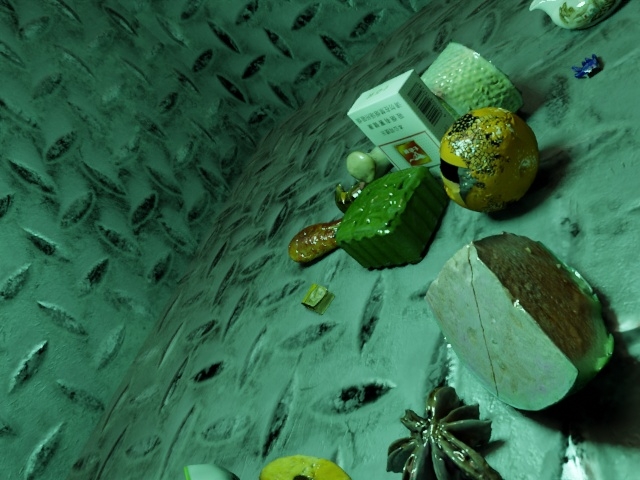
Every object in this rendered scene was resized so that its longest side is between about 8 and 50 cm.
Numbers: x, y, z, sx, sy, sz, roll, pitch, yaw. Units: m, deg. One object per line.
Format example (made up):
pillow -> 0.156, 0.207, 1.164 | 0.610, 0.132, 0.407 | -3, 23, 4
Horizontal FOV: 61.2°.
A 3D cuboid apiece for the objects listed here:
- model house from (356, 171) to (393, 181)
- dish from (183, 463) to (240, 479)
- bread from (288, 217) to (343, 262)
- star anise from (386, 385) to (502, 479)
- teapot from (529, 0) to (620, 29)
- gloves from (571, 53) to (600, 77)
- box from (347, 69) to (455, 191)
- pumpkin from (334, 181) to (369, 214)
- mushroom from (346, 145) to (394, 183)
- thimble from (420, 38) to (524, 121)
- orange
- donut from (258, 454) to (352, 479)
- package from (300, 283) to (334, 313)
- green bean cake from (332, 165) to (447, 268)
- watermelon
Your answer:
model house -> 0.174, -0.207, 1.765 | 0.100, 0.101, 0.088 | -47, 24, 7
dish -> -0.141, 0.542, 0.959 | 0.124, 0.324, 0.324 | -15, 14, -19
bread -> -0.001, -0.006, 1.771 | 0.269, 0.095, 0.139 | -22, 41, 40
star anise -> 0.194, 0.338, 0.872 | 0.229, 0.093, 0.236 | -52, 26, -22
teapot -> 0.732, -0.681, 1.467 | 0.298, 0.139, 0.204 | -30, 26, 39
gloves -> 0.657, -0.429, 1.340 | 0.064, 0.026, 0.086 | -36, 26, 33
box -> 0.255, -0.266, 1.410 | 0.210, 0.330, 0.095 | -5, 47, 58
pumpkin -> 0.115, -0.122, 1.719 | 0.183, 0.119, 0.107 | -9, 55, 55
mushroom -> 0.220, -0.261, 1.590 | 0.329, 0.159, 0.122 | -33, 42, -26
thimble -> 0.391, -0.390, 1.452 | 0.150, 0.271, 0.271 | -48, 22, 9
orange -> 0.372, -0.175, 1.188 | 0.234, 0.234, 0.182 | -52, 34, -10
donut -> -0.027, 0.468, 0.982 | 0.190, 0.174, 0.074 | 11, 105, 53
package -> -0.018, 0.166, 1.582 | 0.071, 0.047, 0.131 | -56, 25, -10
green bean cake -> 0.186, -0.063, 1.442 | 0.247, 0.156, 0.249 | -11, 42, 54
watermelon -> 0.338, 0.106, 0.866 | 0.222, 0.319, 0.292 | -24, 60, -13
